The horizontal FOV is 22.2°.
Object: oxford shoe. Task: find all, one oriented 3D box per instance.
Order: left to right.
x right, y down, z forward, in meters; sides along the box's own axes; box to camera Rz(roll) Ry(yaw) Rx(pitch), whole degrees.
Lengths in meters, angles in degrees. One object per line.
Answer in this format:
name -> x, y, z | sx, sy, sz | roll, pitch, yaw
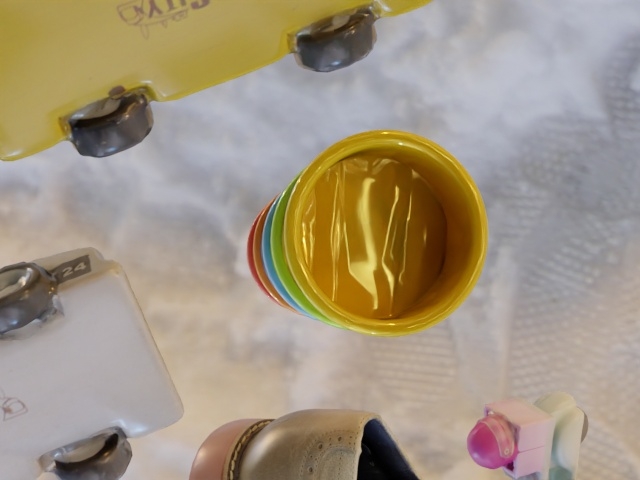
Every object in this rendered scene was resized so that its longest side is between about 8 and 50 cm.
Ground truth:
oxford shoe -> 0.070, 0.279, 1.061 | 0.146, 0.140, 0.397 | -20, 113, 39

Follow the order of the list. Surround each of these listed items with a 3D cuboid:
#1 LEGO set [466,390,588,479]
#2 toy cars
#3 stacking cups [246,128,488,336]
LEGO set -> 0.138, 0.154, 0.562 | 0.287, 0.107, 0.132 | 18, 121, 56
toy cars -> -0.108, -0.023, 0.668 | 0.394, 0.176, 0.087 | -58, 23, 15
stacking cups -> 0.000, 0.000, 0.882 | 0.316, 0.096, 0.096 | 174, 104, -79
